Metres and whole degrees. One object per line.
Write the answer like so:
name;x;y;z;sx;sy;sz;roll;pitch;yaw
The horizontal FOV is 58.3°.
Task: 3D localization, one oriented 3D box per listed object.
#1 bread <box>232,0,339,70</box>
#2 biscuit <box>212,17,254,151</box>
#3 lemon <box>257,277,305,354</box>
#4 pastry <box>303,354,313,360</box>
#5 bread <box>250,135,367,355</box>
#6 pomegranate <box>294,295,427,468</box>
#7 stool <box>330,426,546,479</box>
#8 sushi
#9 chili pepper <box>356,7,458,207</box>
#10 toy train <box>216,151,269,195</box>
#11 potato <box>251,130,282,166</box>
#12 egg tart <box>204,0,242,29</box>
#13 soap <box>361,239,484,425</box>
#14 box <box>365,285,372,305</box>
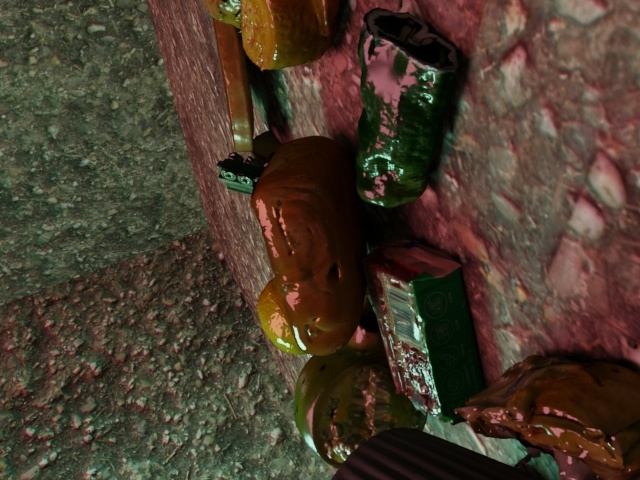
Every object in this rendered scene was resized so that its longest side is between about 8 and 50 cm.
bread;-0.049;-0.341;0.863;0.229;0.143;0.140;99;147;-66
biscuit;-0.202;-0.399;1.346;0.365;0.062;0.385;-142;43;-77
lemon;-0.054;0.166;1.321;0.180;0.180;0.193;108;150;-67
pastry;-0.013;0.304;1.708;0.112;0.102;0.265;58;165;10
bread;0.008;-0.002;0.993;0.337;0.147;0.328;-73;-31;-68
pomegranate;0.080;0.278;1.104;0.260;0.260;0.341;170;108;-74
stool;0.178;0.398;0.669;0.330;0.297;0.297;7;119;56
sushi;0.246;0.196;0.607;0.131;0.139;0.291;61;164;-4
chili pepper;0.097;-0.140;0.737;0.136;0.099;0.270;33;143;23
toy train;-0.166;-0.147;1.378;0.170;0.071;0.111;15;150;12
potato;-0.131;-0.193;1.467;0.149;0.081;0.120;51;155;46
egg tart;-0.156;-0.503;1.035;0.341;0.132;0.341;159;90;-76
soap;0.160;0.141;0.888;0.218;0.098;0.273;31;140;66
box;0.013;0.010;1.302;0.365;0.051;0.205;61;163;24
